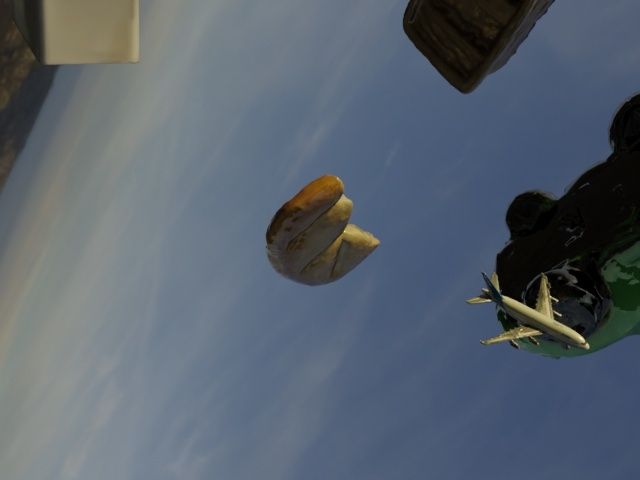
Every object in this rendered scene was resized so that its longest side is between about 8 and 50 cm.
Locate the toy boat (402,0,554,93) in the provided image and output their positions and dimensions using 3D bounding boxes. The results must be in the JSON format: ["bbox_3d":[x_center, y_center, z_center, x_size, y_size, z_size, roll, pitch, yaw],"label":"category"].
[{"bbox_3d":[0.157,-0.240,0.637,0.061,0.116,0.188,-29,161,-31],"label":"toy boat"}]

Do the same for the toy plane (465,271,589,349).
[{"bbox_3d":[0.142,0.051,0.468,0.078,0.084,0.024,-40,152,-28],"label":"toy plane"}]

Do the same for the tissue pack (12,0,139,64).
[{"bbox_3d":[-0.405,-0.394,1.130,0.246,0.159,0.136,48,-42,45],"label":"tissue pack"}]

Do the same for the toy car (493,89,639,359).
[{"bbox_3d":[0.339,-0.015,0.679,0.358,0.176,0.213,-44,-165,25],"label":"toy car"}]

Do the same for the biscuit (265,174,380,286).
[{"bbox_3d":[-0.004,0.002,1.005,0.154,0.299,0.045,-31,-114,5],"label":"biscuit"}]
